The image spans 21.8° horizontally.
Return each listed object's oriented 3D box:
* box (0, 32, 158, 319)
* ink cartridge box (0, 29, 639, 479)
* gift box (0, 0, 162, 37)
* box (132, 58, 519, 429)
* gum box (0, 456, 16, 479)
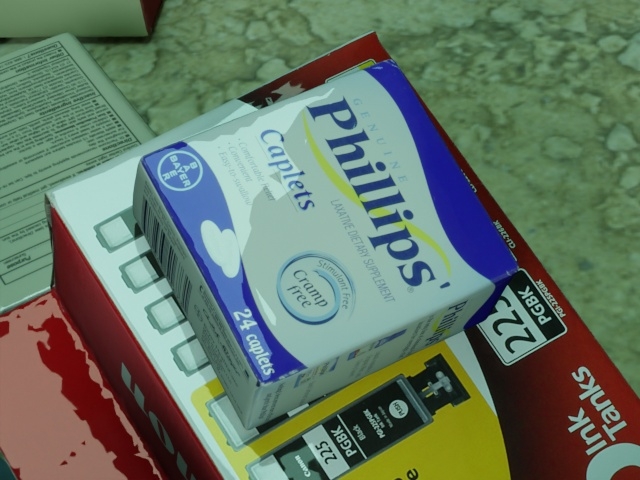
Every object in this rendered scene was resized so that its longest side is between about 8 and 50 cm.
[{"bbox_3d":[-0.168,-0.006,1.062,0.148,0.127,0.232,-24,46,-18],"label":"box"},{"bbox_3d":[-0.008,0.093,0.853,0.272,0.130,0.309,-29,73,-19],"label":"ink cartridge box"},{"bbox_3d":[-0.255,-0.330,1.313,0.258,0.276,0.255,0,39,11],"label":"gift box"},{"bbox_3d":[0.000,0.000,0.784,0.137,0.072,0.126,-24,72,-18],"label":"box"},{"bbox_3d":[-0.210,0.141,0.873,0.041,0.184,0.157,-28,44,5],"label":"gum box"}]
